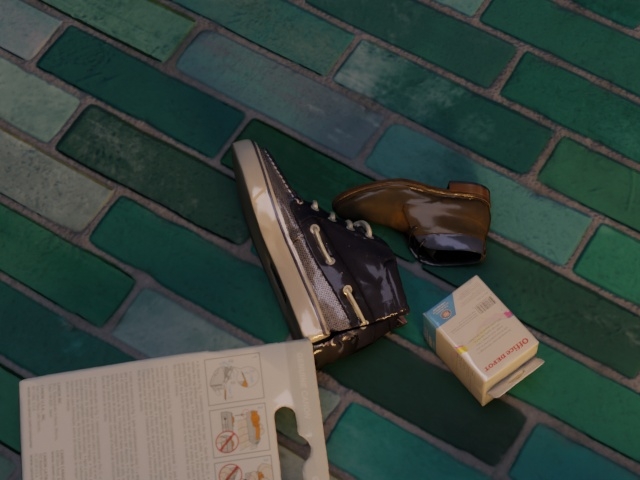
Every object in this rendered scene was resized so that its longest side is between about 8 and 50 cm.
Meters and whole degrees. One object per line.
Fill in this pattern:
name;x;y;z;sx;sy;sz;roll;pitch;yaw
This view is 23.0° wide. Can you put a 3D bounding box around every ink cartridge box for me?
ink cartridge box;-0.180;0.299;1.971;0.384;0.091;0.308;-8;61;1
ink cartridge box;0.212;0.137;2.038;0.092;0.090;0.143;-34;66;-14

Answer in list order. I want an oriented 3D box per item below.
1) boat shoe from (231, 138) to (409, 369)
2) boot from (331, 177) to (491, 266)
boat shoe;0.000;0.000;2.116;0.158;0.127;0.341;-18;71;-11
boot;0.126;-0.021;2.133;0.219;0.082;0.106;-2;59;0
